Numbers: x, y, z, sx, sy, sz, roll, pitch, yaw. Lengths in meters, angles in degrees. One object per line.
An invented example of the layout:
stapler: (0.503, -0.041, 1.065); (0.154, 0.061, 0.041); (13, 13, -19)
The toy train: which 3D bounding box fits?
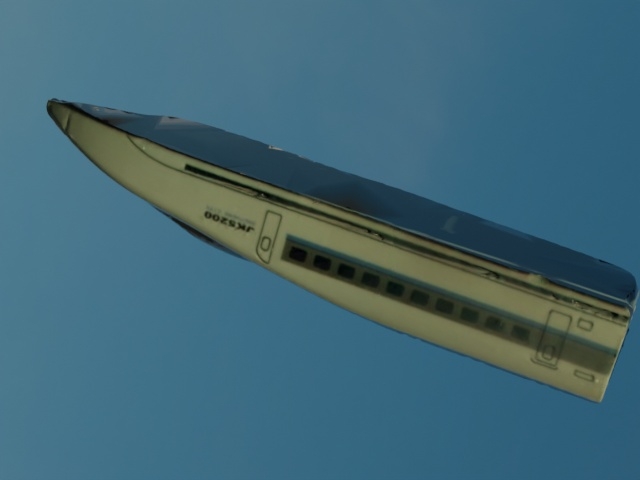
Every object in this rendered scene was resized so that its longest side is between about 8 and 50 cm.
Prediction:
toy train: (0.000, -0.001, 0.622); (0.252, 0.055, 0.048); (20, -73, 13)
